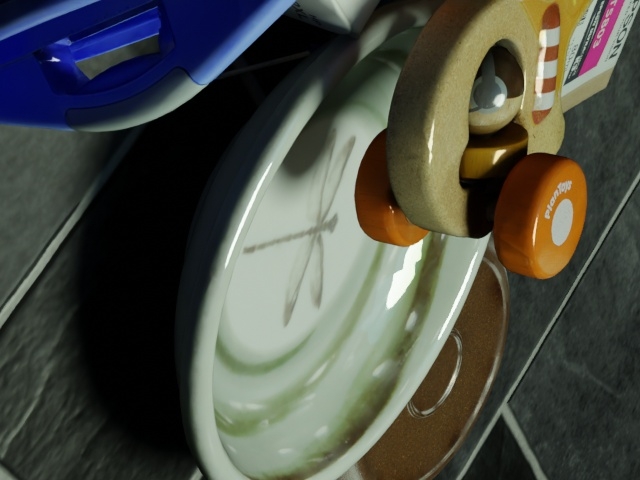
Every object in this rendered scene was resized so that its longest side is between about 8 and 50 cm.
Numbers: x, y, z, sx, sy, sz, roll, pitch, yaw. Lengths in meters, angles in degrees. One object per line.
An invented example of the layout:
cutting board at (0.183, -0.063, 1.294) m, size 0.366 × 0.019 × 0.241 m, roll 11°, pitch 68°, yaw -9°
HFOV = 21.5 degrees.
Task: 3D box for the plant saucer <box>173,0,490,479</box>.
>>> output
plant saucer at (0.000, 0.000, 1.256) m, size 0.400 × 0.100 × 0.400 m, roll -41°, pitch 143°, yaw -40°

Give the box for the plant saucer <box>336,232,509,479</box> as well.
plant saucer at (0.087, 0.112, 1.518) m, size 0.310 × 0.050 × 0.311 m, roll -32°, pitch 134°, yaw -42°

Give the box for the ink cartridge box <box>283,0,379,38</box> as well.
ink cartridge box at (0.011, -0.322, 1.070) m, size 0.307 × 0.129 × 0.223 m, roll -60°, pitch 149°, yaw -14°

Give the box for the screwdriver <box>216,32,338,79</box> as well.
screwdriver at (-0.017, -0.137, 1.241) m, size 0.170 × 0.024 × 0.025 m, roll -17°, pitch 151°, yaw -49°

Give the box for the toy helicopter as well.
toy helicopter at (0.140, -0.162, 1.152) m, size 0.355 × 0.140 × 0.235 m, roll -54°, pitch 142°, yaw -31°

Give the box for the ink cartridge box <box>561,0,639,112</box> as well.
ink cartridge box at (0.204, -0.219, 1.405) m, size 0.193 × 0.088 × 0.235 m, roll -30°, pitch 144°, yaw -50°

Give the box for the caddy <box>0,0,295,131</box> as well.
caddy at (-0.112, -0.142, 0.813) m, size 0.241 × 0.341 × 0.179 m, roll -22°, pitch 96°, yaw -48°
